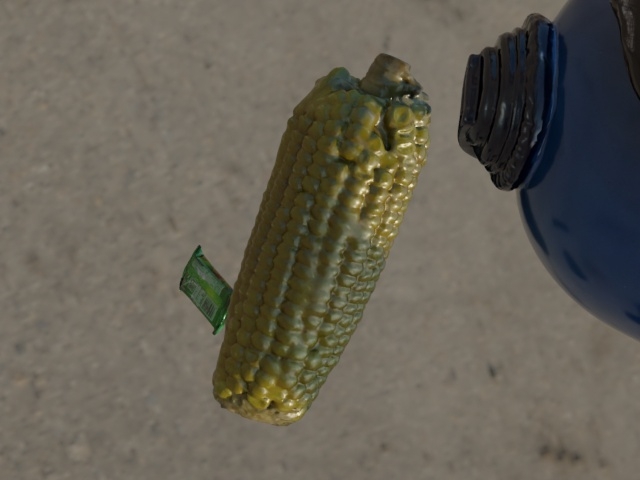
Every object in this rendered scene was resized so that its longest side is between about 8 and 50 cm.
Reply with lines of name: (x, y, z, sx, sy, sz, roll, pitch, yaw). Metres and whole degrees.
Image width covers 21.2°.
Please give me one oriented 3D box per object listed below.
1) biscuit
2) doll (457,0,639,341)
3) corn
biscuit: (-0.098, 0.044, 1.498, 0.016, 0.046, 0.089, 11, 22, -38)
doll: (0.219, -0.064, 0.853, 0.284, 0.310, 0.240, 10, 79, -7)
corn: (0.000, 0.000, 1.122, 0.097, 0.097, 0.261, 4, 112, -55)
